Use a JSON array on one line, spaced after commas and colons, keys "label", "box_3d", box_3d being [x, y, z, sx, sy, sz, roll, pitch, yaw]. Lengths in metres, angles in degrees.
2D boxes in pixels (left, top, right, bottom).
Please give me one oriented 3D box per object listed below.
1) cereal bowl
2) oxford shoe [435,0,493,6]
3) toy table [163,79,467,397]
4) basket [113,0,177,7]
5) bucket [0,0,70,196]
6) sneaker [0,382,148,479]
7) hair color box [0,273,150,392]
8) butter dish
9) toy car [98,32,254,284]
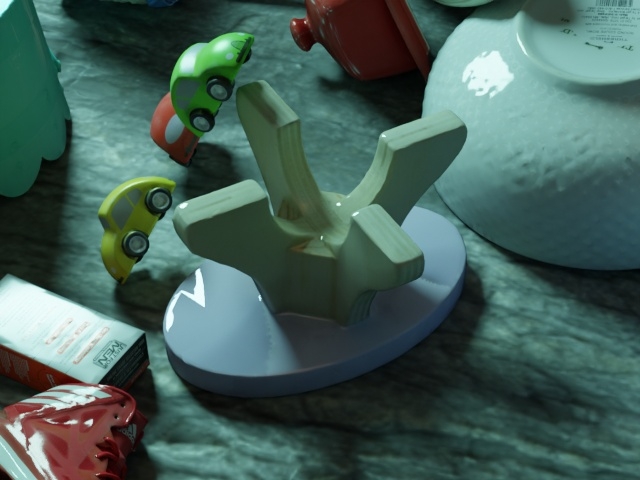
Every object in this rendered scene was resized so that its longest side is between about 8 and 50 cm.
[{"label": "cereal bowl", "box_3d": [0.255, -0.139, 1.396, 0.339, 0.141, 0.339, -5, 46, 6]}, {"label": "oxford shoe", "box_3d": [0.129, -0.343, 1.566, 0.130, 0.169, 0.449, -3, 20, -13]}, {"label": "toy table", "box_3d": [0.000, 0.000, 1.266, 0.274, 0.161, 0.252, -31, 51, -29]}, {"label": "basket", "box_3d": [-0.165, -0.362, 1.594, 0.289, 0.254, 0.201, -10, 39, 18]}, {"label": "bucket", "box_3d": [-0.378, -0.160, 1.426, 0.281, 0.183, 0.281, -1, 43, 1]}, {"label": "sneaker", "box_3d": [-0.159, 0.173, 1.141, 0.128, 0.087, 0.221, -34, 53, -28]}, {"label": "hair color box", "box_3d": [-0.217, 0.085, 1.264, 0.141, 0.043, 0.072, 21, 48, 23]}, {"label": "butter dish", "box_3d": [0.026, -0.225, 1.532, 0.118, 0.160, 0.160, -26, 43, 7]}, {"label": "toy car", "box_3d": [-0.120, -0.102, 1.332, 0.053, 0.225, 0.239, 28, 46, -7]}]
